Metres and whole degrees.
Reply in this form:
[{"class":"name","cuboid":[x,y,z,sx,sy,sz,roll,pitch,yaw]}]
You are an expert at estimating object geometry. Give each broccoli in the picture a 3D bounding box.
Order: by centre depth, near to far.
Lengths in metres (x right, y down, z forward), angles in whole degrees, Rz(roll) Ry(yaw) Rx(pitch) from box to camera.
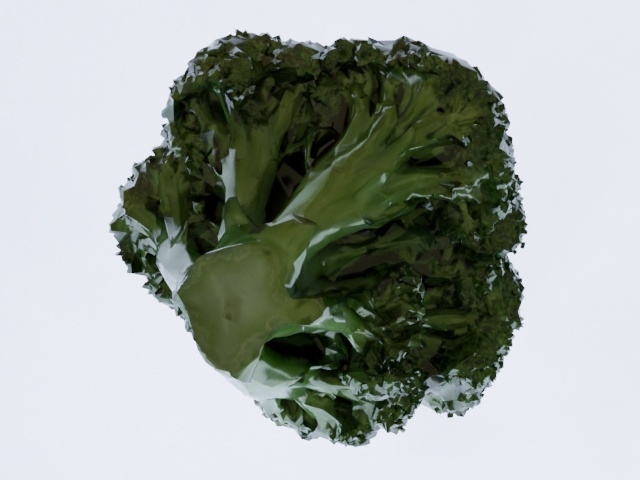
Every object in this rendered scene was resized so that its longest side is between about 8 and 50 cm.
[{"class":"broccoli","cuboid":[0.000,0.000,0.973,0.308,0.275,0.307,3,-80,16]}]
